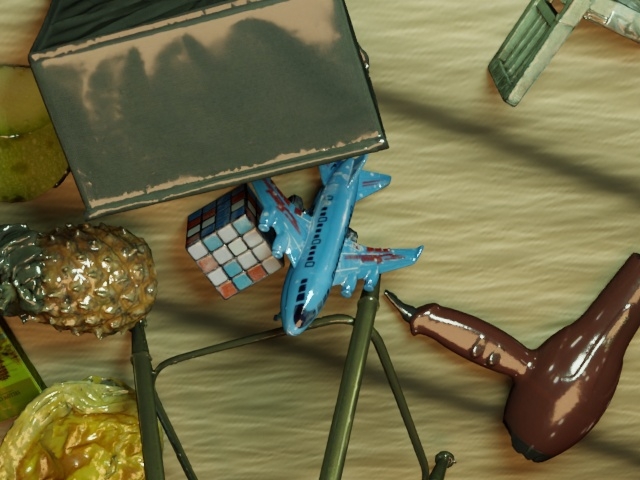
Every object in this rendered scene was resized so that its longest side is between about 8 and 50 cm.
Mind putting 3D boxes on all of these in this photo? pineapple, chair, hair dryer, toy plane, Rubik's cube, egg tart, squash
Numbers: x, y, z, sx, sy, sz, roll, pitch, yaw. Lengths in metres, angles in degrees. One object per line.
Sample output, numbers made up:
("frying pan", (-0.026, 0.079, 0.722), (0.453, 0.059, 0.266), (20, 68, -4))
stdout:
("pineapple", (-0.361, 0.051, 1.544), (0.310, 0.141, 0.170), (3, 140, -34))
("chair", (0.331, -0.263, 1.474), (0.147, 0.136, 0.270), (23, 112, -13))
("hair dryer", (0.254, 0.106, 1.699), (0.341, 0.123, 0.312), (27, 102, -4))
("toy plane", (0.000, 0.000, 1.544), (0.254, 0.271, 0.105), (31, 154, -18))
("Rubik's cube", (-0.107, 0.001, 1.609), (0.092, 0.092, 0.092), (-30, 115, 11))
("egg tart", (-0.326, 0.287, 1.713), (0.241, 0.106, 0.241), (-9, 109, -28))
("squash", (-0.386, -0.115, 1.537), (0.192, 0.085, 0.184), (5, 116, -4))
("chair", (-0.048, 0.303, 1.571), (0.365, 0.410, 0.361), (-14, 117, 12))

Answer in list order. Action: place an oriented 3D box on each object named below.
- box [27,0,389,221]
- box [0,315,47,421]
("box", (-0.121, -0.195, 1.418), (0.345, 0.251, 0.204), (-14, 117, 4))
("box", (-0.460, 0.160, 1.706), (0.121, 0.030, 0.193), (-21, 117, 8))
